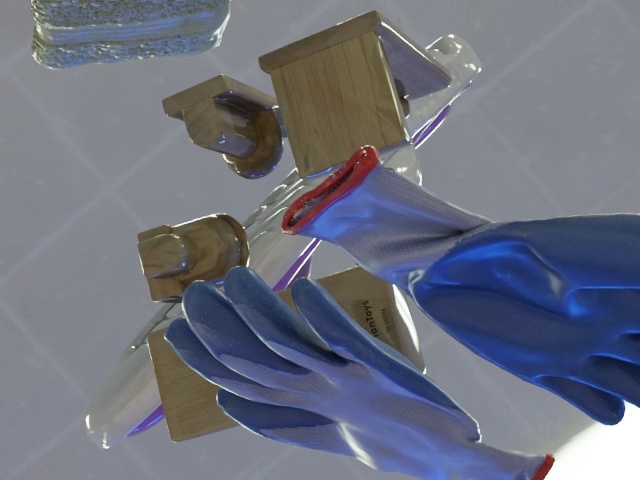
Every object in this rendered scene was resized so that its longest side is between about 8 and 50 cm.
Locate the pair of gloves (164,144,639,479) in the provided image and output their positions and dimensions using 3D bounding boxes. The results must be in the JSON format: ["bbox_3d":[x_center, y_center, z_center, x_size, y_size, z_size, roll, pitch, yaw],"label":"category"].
[{"bbox_3d":[0.043,0.036,0.387,0.159,0.023,0.198,28,-38,-16],"label":"pair of gloves"}]

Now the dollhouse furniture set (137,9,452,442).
[{"bbox_3d":[0.000,0.000,0.553,0.144,0.123,0.151,-18,-100,19],"label":"dollhouse furniture set"}]

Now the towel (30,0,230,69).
[{"bbox_3d":[-0.138,-0.165,0.854,0.148,0.110,0.027,-6,-113,-14],"label":"towel"}]

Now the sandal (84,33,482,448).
[{"bbox_3d":[0.008,0.000,0.799,0.102,0.169,0.416,45,-119,-6],"label":"sandal"}]
